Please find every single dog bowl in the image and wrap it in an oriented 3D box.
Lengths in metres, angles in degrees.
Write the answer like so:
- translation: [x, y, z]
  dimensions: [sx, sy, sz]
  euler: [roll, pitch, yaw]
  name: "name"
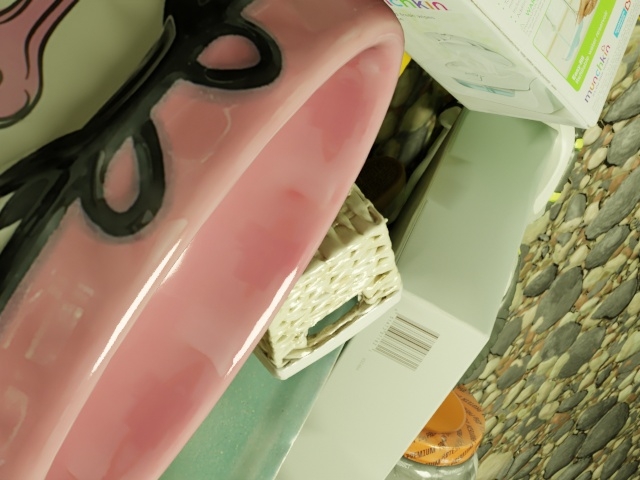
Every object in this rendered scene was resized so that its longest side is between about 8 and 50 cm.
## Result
- translation: [-0.108, 0.000, 0.599]
  dimensions: [0.408, 0.150, 0.408]
  euler: [-55, 172, -11]
  name: "dog bowl"

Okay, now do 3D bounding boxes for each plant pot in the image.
- translation: [-0.109, 0.103, 0.991]
  dimensions: [0.293, 0.196, 0.293]
  euler: [-62, -179, 2]
  name: "plant pot"

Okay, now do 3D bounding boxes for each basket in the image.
- translation: [-0.036, -0.010, 0.847]
  dimensions: [0.113, 0.167, 0.103]
  euler: [-34, 150, -13]
  name: "basket"

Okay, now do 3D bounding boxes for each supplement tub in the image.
- translation: [0.069, 0.310, 1.500]
  dimensions: [0.194, 0.193, 0.316]
  euler: [-10, 135, -44]
  name: "supplement tub"

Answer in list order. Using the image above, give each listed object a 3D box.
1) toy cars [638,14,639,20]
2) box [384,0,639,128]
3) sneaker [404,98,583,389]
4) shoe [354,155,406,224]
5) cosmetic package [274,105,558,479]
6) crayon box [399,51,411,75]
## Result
- translation: [0.204, -0.274, 1.079]
  dimensions: [0.394, 0.087, 0.176]
  euler: [-9, 105, -42]
  name: "toy cars"
- translation: [0.144, -0.250, 0.871]
  dimensions: [0.231, 0.127, 0.262]
  euler: [31, 77, -45]
  name: "box"
- translation: [0.131, -0.001, 1.293]
  dimensions: [0.147, 0.145, 0.384]
  euler: [-1, 121, -34]
  name: "sneaker"
- translation: [0.000, 0.000, 1.170]
  dimensions: [0.219, 0.076, 0.058]
  euler: [-35, 142, -21]
  name: "shoe"
- translation: [0.063, 0.086, 1.102]
  dimensions: [0.377, 0.097, 0.284]
  euler: [-61, -178, 43]
  name: "cosmetic package"
- translation: [-0.052, -0.117, 0.932]
  dimensions: [0.323, 0.083, 0.203]
  euler: [-13, 147, -43]
  name: "crayon box"
